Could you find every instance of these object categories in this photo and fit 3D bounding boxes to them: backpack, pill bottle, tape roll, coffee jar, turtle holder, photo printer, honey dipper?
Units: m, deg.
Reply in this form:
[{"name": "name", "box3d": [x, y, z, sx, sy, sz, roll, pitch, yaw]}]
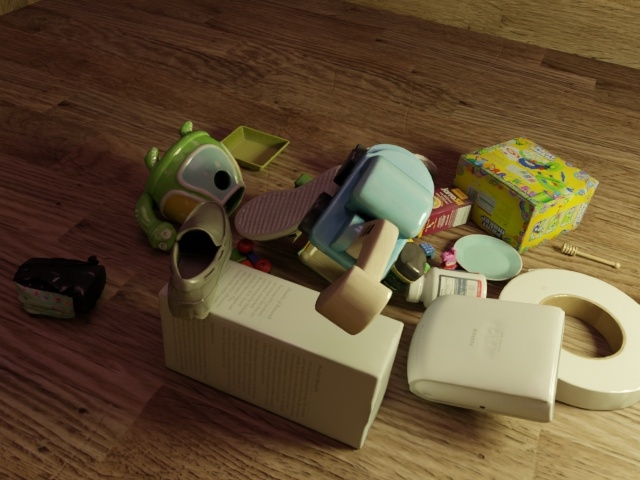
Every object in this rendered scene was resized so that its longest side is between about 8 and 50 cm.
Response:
[{"name": "backpack", "box3d": [-0.597, 0.106, 1.368, 0.182, 0.115, 0.152, 6, 28, 1]}, {"name": "pill bottle", "box3d": [0.304, 0.122, 1.479, 0.180, 0.107, 0.107, 8, 40, 2]}, {"name": "tape roll", "box3d": [0.604, 0.220, 1.431, 0.393, 0.071, 0.391, 3, 39, -3]}, {"name": "coffee jar", "box3d": [0.170, 0.082, 1.444, 0.079, 0.184, 0.096, 38, 42, -12]}, {"name": "turtle holder", "box3d": [-0.346, -0.142, 1.608, 0.228, 0.243, 0.320, 35, 35, 6]}, {"name": "photo printer", "box3d": [0.345, 0.238, 1.286, 0.308, 0.107, 0.256, 5, 47, 26]}, {"name": "honey dipper", "box3d": [0.761, 0.046, 1.696, 0.161, 0.030, 0.030, 20, 41, 12]}]

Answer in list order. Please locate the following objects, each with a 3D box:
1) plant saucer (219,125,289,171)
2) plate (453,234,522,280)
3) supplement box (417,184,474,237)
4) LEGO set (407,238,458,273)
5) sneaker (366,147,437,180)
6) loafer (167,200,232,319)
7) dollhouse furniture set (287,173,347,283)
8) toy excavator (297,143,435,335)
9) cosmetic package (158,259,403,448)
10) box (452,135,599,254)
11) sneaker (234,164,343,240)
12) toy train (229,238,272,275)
[{"name": "plant saucer", "box3d": [-0.224, -0.290, 1.950, 0.189, 0.045, 0.188, 21, 42, 16]}, {"name": "plate", "box3d": [0.454, 0.051, 1.651, 0.188, 0.024, 0.188, 5, 39, -4]}, {"name": "supplement box", "box3d": [0.337, -0.088, 1.756, 0.188, 0.080, 0.104, -15, 44, -25]}, {"name": "LEGO set", "box3d": [0.251, 0.038, 1.583, 0.227, 0.093, 0.087, -13, 43, -22]}, {"name": "sneaker", "box3d": [0.240, -0.200, 1.860, 0.282, 0.105, 0.115, 4, 58, -25]}, {"name": "loafer", "box3d": [-0.230, 0.013, 1.175, 0.112, 0.111, 0.319, 3, 38, -6]}, {"name": "dollhouse furniture set", "box3d": [0.000, 0.000, 1.619, 0.302, 0.151, 0.197, 38, 68, 9]}, {"name": "toy excavator", "box3d": [0.098, -0.024, 1.187, 0.222, 0.445, 0.432, 36, 77, -5]}, {"name": "cosmetic package", "box3d": [-0.086, 0.213, 1.221, 0.454, 0.229, 0.161, 20, 41, 14]}, {"name": "box", "box3d": [0.591, -0.143, 1.784, 0.279, 0.176, 0.290, -19, 46, -28]}, {"name": "sneaker", "box3d": [-0.047, -0.071, 1.499, 0.321, 0.127, 0.126, -21, 67, 3]}, {"name": "toy train", "box3d": [-0.175, 0.115, 1.434, 0.144, 0.105, 0.248, -26, 49, -20]}]
